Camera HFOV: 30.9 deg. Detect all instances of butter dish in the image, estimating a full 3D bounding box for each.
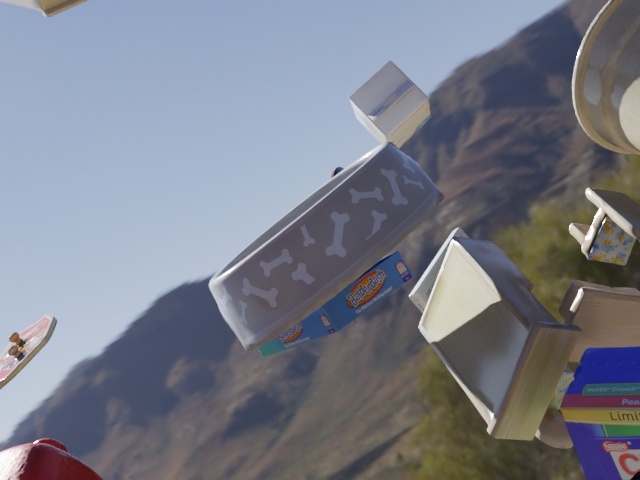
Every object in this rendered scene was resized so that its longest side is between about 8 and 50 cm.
[{"bbox_3d":[-0.262,0.239,1.072,0.160,0.160,0.118,-24,42,27],"label":"butter dish"}]

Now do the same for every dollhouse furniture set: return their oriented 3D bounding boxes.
[{"bbox_3d":[0.381,0.140,1.628,0.394,0.256,0.362,8,-64,-24],"label":"dollhouse furniture set"}]

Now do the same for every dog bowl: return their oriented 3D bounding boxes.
[{"bbox_3d":[0.000,0.000,1.528,0.349,0.102,0.349,-37,5,3],"label":"dog bowl"}]

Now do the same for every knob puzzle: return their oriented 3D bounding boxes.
[{"bbox_3d":[-0.495,0.180,1.869,0.213,0.030,0.213,-39,17,15],"label":"knob puzzle"}]

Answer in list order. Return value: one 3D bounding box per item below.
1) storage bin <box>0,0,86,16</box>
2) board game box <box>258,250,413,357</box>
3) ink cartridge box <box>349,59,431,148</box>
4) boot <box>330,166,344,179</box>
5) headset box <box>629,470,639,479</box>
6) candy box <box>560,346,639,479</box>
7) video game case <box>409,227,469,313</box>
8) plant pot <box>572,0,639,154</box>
[{"bbox_3d":[-0.259,-0.358,1.267,0.260,0.123,0.262,-31,29,-24],"label":"storage bin"},{"bbox_3d":[0.013,0.094,1.660,0.160,0.047,0.210,-33,4,-35],"label":"board game box"},{"bbox_3d":[0.112,-0.213,1.841,0.092,0.090,0.143,-43,-12,-1],"label":"ink cartridge box"},{"bbox_3d":[0.030,-0.058,1.859,0.106,0.082,0.219,-48,-5,14],"label":"boot"},{"bbox_3d":[0.328,0.241,1.124,0.062,0.032,0.083,-31,-8,32],"label":"headset box"},{"bbox_3d":[0.462,0.277,1.363,0.268,0.317,0.122,-4,32,34],"label":"candy box"},{"bbox_3d":[0.238,0.095,1.858,0.022,0.173,0.190,-34,12,43],"label":"video game case"},{"bbox_3d":[0.618,-0.227,1.813,0.334,0.334,0.305,-31,37,-5],"label":"plant pot"}]
